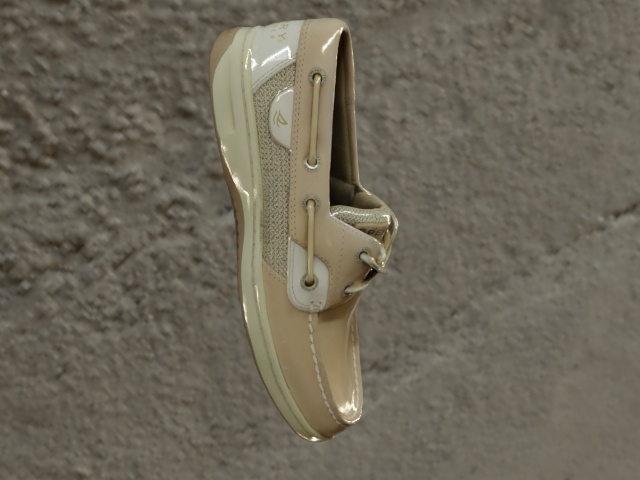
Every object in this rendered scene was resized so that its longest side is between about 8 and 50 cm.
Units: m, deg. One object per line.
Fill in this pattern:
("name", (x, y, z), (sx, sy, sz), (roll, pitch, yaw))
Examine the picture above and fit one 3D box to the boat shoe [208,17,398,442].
("boat shoe", (0.000, 0.000, 0.987), (0.121, 0.110, 0.341), (-54, 136, -65))
